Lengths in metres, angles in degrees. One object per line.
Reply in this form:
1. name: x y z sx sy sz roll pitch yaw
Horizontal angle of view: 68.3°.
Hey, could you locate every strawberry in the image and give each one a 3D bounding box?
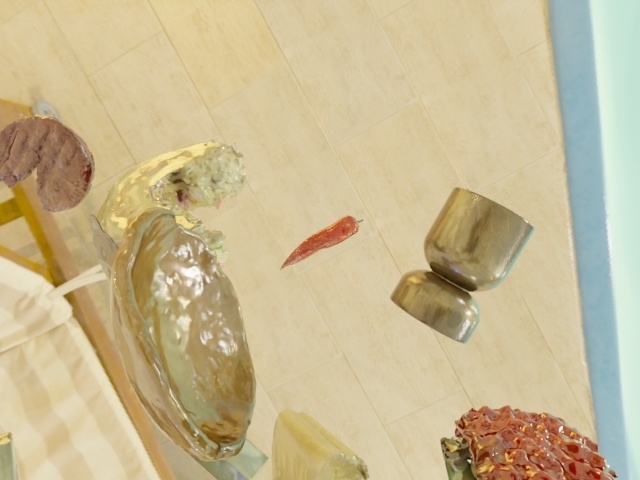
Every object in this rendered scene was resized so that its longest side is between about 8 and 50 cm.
1. strawberry: 0.162 0.208 0.316 0.106 0.286 0.188 -16 90 2

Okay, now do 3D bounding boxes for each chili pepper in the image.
1. chili pepper: 0.000 0.000 0.850 0.178 0.045 0.027 -30 136 -3

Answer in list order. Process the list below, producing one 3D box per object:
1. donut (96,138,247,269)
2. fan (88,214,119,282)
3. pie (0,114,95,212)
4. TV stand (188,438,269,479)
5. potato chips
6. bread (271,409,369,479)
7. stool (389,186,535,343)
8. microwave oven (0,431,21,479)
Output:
1. donut: -0.314 -0.056 1.004 0.307 0.371 0.150 -9 132 8
2. fan: -0.363 0.070 0.836 0.152 0.008 0.227 41 138 23
3. pie: -0.610 -0.170 1.049 0.204 0.054 0.219 -41 101 11
4. TV stand: -0.262 0.491 1.152 0.269 0.088 0.083 34 116 16
5. potato chips: -0.120 0.079 0.399 0.061 0.195 0.208 -22 108 11
6. bread: -0.007 0.268 0.509 0.060 0.178 0.140 1 86 -20
7. stool: 0.282 0.048 0.950 0.179 0.179 0.264 29 96 0
8. microwave oven: -0.672 0.605 0.884 0.218 0.286 0.355 -8 123 -32
